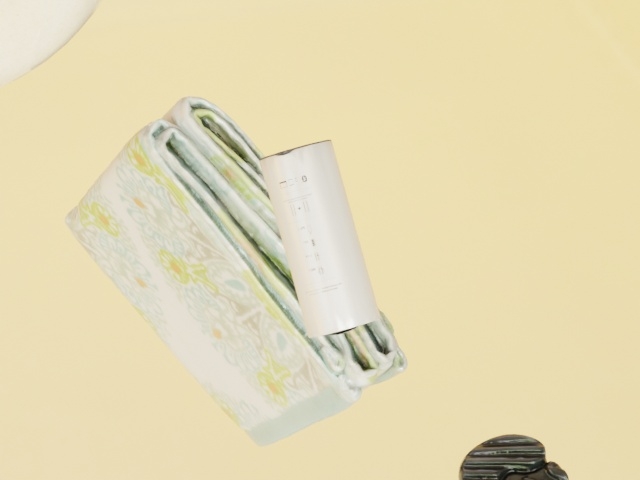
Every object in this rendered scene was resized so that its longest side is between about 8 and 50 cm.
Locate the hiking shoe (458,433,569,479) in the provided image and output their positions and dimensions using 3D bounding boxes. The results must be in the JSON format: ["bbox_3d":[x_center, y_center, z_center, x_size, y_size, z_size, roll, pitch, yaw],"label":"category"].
[{"bbox_3d":[0.211,0.308,1.620,0.113,0.132,0.304,-19,-116,-12],"label":"hiking shoe"}]

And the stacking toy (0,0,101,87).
[{"bbox_3d":[-0.226,-0.338,1.073,0.350,0.351,0.480,5,-133,11],"label":"stacking toy"}]

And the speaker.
[{"bbox_3d":[0.000,0.000,1.394,0.055,0.136,0.055,-16,180,0],"label":"speaker"}]

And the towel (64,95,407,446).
[{"bbox_3d":[-0.087,0.040,1.870,0.090,0.320,0.374,-39,-179,-24],"label":"towel"}]
